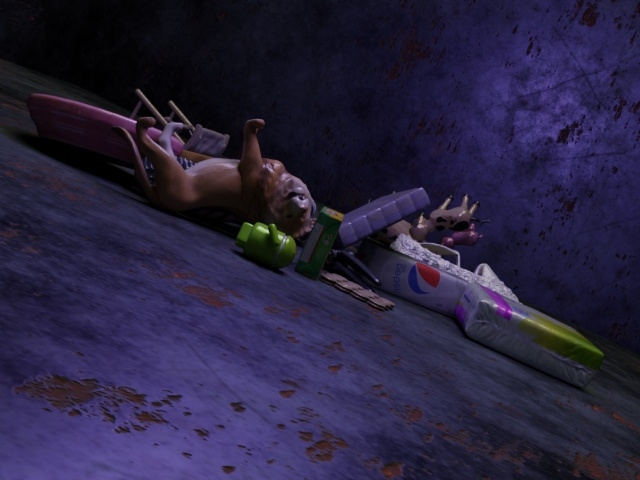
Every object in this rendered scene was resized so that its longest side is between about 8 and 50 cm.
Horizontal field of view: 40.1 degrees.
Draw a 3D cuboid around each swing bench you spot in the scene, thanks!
[{"bbox_3d":[-0.454,-0.324,2.714,0.255,0.165,0.253,32,7,13],"label":"swing bench"}]

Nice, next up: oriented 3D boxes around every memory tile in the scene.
[{"bbox_3d":[0.073,0.102,1.743,0.148,0.012,0.113,27,6,17],"label":"memory tile"}]

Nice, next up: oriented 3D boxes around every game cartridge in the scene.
[{"bbox_3d":[0.112,-0.048,2.079,0.230,0.068,0.355,-21,3,-10],"label":"game cartridge"}]

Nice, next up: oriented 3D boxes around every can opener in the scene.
[{"bbox_3d":[0.070,0.061,1.866,0.073,0.059,0.186,16,10,-37],"label":"can opener"}]

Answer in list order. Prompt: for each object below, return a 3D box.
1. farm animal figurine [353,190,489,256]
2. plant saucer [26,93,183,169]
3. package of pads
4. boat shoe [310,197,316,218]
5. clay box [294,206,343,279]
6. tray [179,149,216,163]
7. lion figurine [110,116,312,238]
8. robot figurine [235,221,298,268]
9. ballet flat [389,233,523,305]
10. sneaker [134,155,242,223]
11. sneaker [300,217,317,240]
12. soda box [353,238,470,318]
[{"bbox_3d":[0.252,-0.005,2.360,0.327,0.330,0.172,26,49,9],"label":"farm animal figurine"},{"bbox_3d":[-0.459,-0.217,1.850,0.332,0.084,0.332,17,-3,1],"label":"plant saucer"},{"bbox_3d":[0.450,0.205,1.942,0.296,0.101,0.229,25,7,-1],"label":"package of pads"},{"bbox_3d":[-0.143,-0.116,2.367,0.301,0.108,0.102,23,10,-21],"label":"boat shoe"},{"bbox_3d":[0.000,0.000,1.787,0.053,0.127,0.222,24,5,-1],"label":"clay box"},{"bbox_3d":[-0.271,-0.158,2.119,0.203,0.076,0.411,20,1,-35],"label":"tray"},{"bbox_3d":[-0.210,-0.116,1.726,0.392,0.240,0.142,-1,1,-12],"label":"lion figurine"},{"bbox_3d":[-0.096,0.010,1.596,0.115,0.067,0.101,24,-24,-1],"label":"robot figurine"},{"bbox_3d":[0.352,0.094,2.210,0.409,0.147,0.147,24,6,2],"label":"ballet flat"},{"bbox_3d":[-0.250,-0.090,1.842,0.319,0.112,0.131,16,-21,-25],"label":"sneaker"},{"bbox_3d":[-0.062,-0.020,2.103,0.118,0.042,0.067,-11,-12,-23],"label":"sneaker"},{"bbox_3d":[0.217,0.091,2.044,0.286,0.091,0.098,22,7,-21],"label":"soda box"}]
